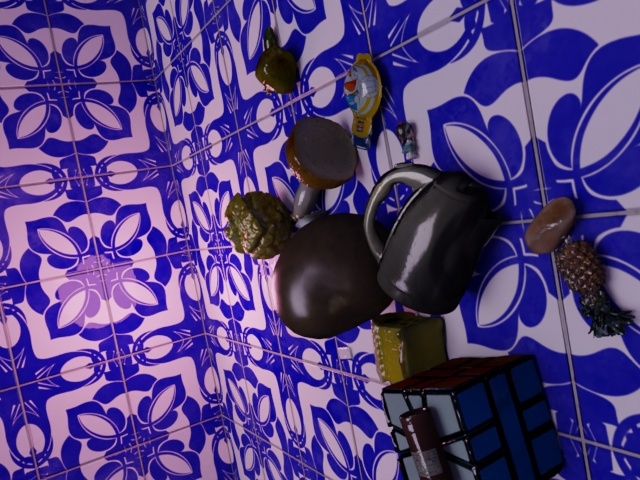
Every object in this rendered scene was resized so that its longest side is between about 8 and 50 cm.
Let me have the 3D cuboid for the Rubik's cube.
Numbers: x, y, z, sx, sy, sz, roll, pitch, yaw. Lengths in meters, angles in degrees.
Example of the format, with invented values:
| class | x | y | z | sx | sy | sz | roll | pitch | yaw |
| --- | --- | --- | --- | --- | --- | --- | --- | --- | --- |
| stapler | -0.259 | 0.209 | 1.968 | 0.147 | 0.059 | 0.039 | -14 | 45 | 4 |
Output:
| class | x | y | z | sx | sy | sz | roll | pitch | yaw |
| --- | --- | --- | --- | --- | --- | --- | --- | --- | --- |
| Rubik's cube | 0.356 | 0.447 | 1.405 | 0.293 | 0.284 | 0.288 | -19 | 86 | 60 |

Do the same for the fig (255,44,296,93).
| class | x | y | z | sx | sy | sz | roll | pitch | yaw |
| --- | --- | --- | --- | --- | --- | --- | --- | --- | --- |
| fig | -0.150 | -0.584 | 2.025 | 0.154 | 0.144 | 0.165 | -20 | 92 | 23 |

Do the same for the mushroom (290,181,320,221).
| class | x | y | z | sx | sy | sz | roll | pitch | yaw |
| --- | --- | --- | --- | --- | --- | --- | --- | --- | --- |
| mushroom | -0.028 | -0.207 | 1.984 | 0.097 | 0.109 | 0.351 | 23 | 127 | 7 |

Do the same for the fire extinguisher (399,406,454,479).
| class | x | y | z | sx | sy | sz | roll | pitch | yaw |
| --- | --- | --- | --- | --- | --- | --- | --- | --- | --- |
| fire extinguisher | 0.251 | 0.478 | 1.262 | 0.099 | 0.071 | 0.231 | -25 | 79 | 28 |

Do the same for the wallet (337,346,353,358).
| class | x | y | z | sx | sy | sz | roll | pitch | yaw |
| --- | --- | --- | --- | --- | --- | --- | --- | --- | --- |
| wallet | 0.088 | 0.404 | 2.106 | 0.083 | 0.011 | 0.044 | -22 | 82 | 59 |

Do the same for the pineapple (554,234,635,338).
| class | x | y | z | sx | sy | sz | roll | pitch | yaw |
| --- | --- | --- | --- | --- | --- | --- | --- | --- | --- |
| pineapple | 0.537 | 0.089 | 1.164 | 0.103 | 0.083 | 0.221 | -40 | 69 | 58 |

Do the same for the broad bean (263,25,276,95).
| class | x | y | z | sx | sy | sz | roll | pitch | yaw |
| --- | --- | --- | --- | --- | --- | --- | --- | --- | --- |
| broad bean | -0.184 | -0.650 | 2.133 | 0.065 | 0.047 | 0.254 | -126 | 35 | -56 |

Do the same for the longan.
| class | x | y | z | sx | sy | sz | roll | pitch | yaw |
| --- | --- | --- | --- | --- | --- | --- | --- | --- | --- |
| longan | 0.045 | 0.099 | 1.696 | 0.336 | 0.404 | 0.405 | 53 | 157 | -21 |

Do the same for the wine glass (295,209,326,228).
| class | x | y | z | sx | sy | sz | roll | pitch | yaw |
| --- | --- | --- | --- | --- | --- | --- | --- | --- | --- |
| wine glass | 0.000 | 0.000 | 2.006 | 0.182 | 0.122 | 0.122 | 66 | 148 | 16 |

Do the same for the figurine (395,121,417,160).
| class | x | y | z | sx | sy | sz | roll | pitch | yaw |
| --- | --- | --- | --- | --- | --- | --- | --- | --- | --- |
| figurine | 0.233 | -0.270 | 1.583 | 0.060 | 0.047 | 0.105 | -69 | -36 | -79 |

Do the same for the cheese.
| class | x | y | z | sx | sy | sz | roll | pitch | yaw |
| --- | --- | --- | --- | --- | --- | --- | --- | --- | --- |
| cheese | 0.123 | -0.398 | 1.689 | 0.177 | 0.069 | 0.270 | 28 | 124 | 52 |

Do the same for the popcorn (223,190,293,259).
| class | x | y | z | sx | sy | sz | roll | pitch | yaw |
| --- | --- | --- | --- | --- | --- | --- | --- | --- | --- |
| popcorn | -0.234 | -0.050 | 2.237 | 0.282 | 0.282 | 0.247 | 54 | 130 | 34 |

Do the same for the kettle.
| class | x | y | z | sx | sy | sz | roll | pitch | yaw |
| --- | --- | --- | --- | --- | --- | --- | --- | --- | --- |
| kettle | 0.254 | -0.034 | 1.428 | 0.321 | 0.228 | 0.324 | 29 | 121 | 19 |

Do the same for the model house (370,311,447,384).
| class | x | y | z | sx | sy | sz | roll | pitch | yaw |
| --- | --- | --- | --- | --- | --- | --- | --- | --- | --- |
| model house | 0.225 | 0.311 | 1.679 | 0.234 | 0.175 | 0.193 | 1 | 102 | 56 |

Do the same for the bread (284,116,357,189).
| class | x | y | z | sx | sy | sz | roll | pitch | yaw |
| --- | --- | --- | --- | --- | --- | --- | --- | --- | --- |
| bread | 0.002 | -0.266 | 1.787 | 0.070 | 0.236 | 0.236 | -31 | 74 | 59 |

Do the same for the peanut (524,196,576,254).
| class | x | y | z | sx | sy | sz | roll | pitch | yaw |
| --- | --- | --- | --- | --- | --- | --- | --- | --- | --- |
| peanut | 0.482 | -0.030 | 1.226 | 0.076 | 0.076 | 0.152 | 57 | 146 | 31 |
